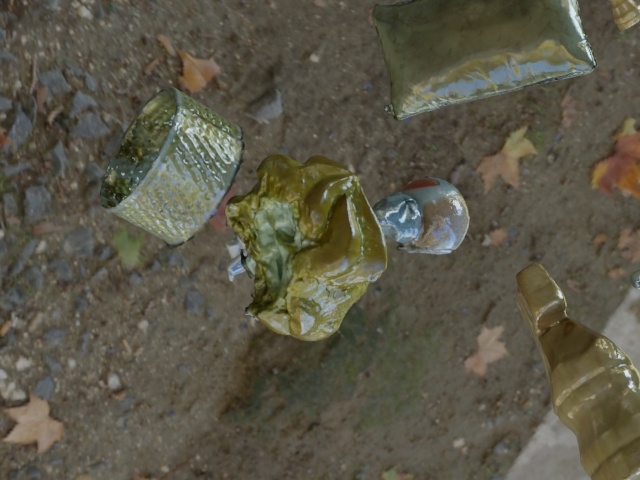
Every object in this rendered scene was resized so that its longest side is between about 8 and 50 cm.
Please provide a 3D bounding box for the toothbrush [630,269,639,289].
[{"bbox_3d":[0.539,0.006,0.942,0.040,0.386,0.040,22,62,-47],"label":"toothbrush"}]

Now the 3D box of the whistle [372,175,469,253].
[{"bbox_3d":[0.186,-0.055,1.816,0.348,0.189,0.189,-2,115,-37],"label":"whistle"}]

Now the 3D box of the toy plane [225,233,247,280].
[{"bbox_3d":[-0.069,0.032,1.784,0.267,0.122,0.267,-2,122,-3],"label":"toy plane"}]

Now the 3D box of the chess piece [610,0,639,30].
[{"bbox_3d":[0.662,-0.534,1.877,0.066,0.066,0.122,-38,99,-3],"label":"chess piece"}]

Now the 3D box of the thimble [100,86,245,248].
[{"bbox_3d":[-0.277,-0.134,1.557,0.150,0.271,0.271,30,100,-29],"label":"thimble"}]

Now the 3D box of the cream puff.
[{"bbox_3d":[0.005,0.007,1.510,0.270,0.323,0.274,-20,171,28],"label":"cream puff"}]

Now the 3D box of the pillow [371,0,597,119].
[{"bbox_3d":[0.225,-0.291,1.219,0.302,0.075,0.185,-13,79,9],"label":"pillow"}]

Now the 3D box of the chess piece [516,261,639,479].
[{"bbox_3d":[0.321,0.162,1.034,0.137,0.301,0.137,-17,143,-13],"label":"chess piece"}]
